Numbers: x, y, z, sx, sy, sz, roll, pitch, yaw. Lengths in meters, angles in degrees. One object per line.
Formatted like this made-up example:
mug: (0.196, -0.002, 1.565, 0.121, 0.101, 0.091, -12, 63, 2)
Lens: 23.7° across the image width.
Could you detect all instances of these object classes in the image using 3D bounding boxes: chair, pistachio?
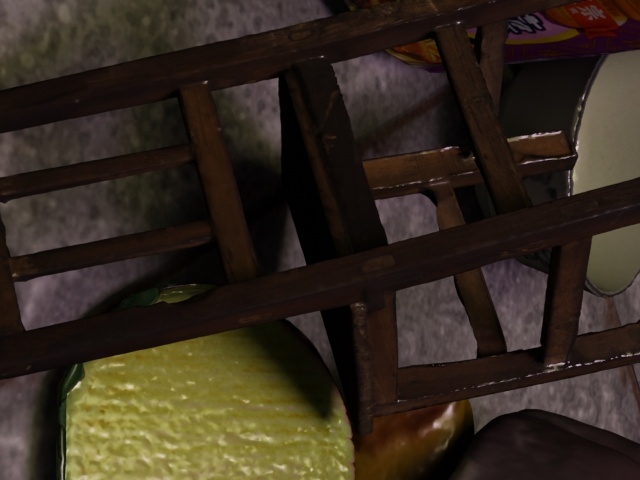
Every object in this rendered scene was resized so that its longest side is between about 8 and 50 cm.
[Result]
chair: (0.000, 0.000, 0.969, 0.240, 0.416, 0.203, 87, -12, -65)
pistachio: (0.047, 0.180, 1.099, 0.110, 0.100, 0.189, 45, 63, -57)

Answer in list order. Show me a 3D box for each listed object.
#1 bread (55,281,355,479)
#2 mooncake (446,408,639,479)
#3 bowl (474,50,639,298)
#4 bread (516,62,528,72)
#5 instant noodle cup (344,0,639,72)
bread: (-0.076, 0.139, 0.992, 0.228, 0.033, 0.228, 11, 71, -35)
mooncake: (0.157, 0.277, 1.097, 0.306, 0.154, 0.306, -38, 137, -46)
bowl: (0.198, -0.062, 1.241, 0.211, 0.112, 0.211, -16, 109, -57)
bread: (0.204, -0.204, 1.323, 0.129, 0.044, 0.126, -47, 119, -33)
instant noodle cup: (0.165, -0.275, 1.111, 0.340, 0.266, 0.340, 11, 75, -46)
